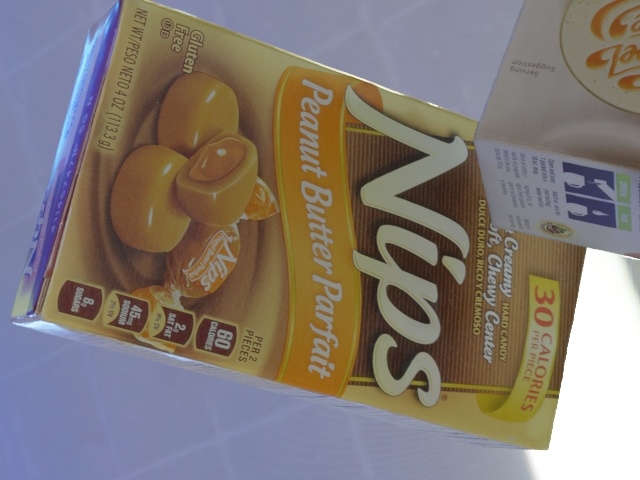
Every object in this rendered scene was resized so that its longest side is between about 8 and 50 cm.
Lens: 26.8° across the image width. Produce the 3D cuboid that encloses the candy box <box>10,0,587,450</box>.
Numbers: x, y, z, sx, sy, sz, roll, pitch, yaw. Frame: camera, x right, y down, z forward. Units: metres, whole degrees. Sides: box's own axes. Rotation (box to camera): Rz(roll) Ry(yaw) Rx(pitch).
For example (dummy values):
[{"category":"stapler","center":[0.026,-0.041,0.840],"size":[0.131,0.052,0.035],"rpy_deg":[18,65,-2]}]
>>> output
[{"category":"candy box","center":[0.000,0.000,0.785],"size":[0.087,0.316,0.183],"rpy_deg":[-12,-117,67]}]

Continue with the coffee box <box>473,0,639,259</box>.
[{"category":"coffee box","center":[0.212,-0.056,0.615],"size":[0.246,0.098,0.141],"rpy_deg":[14,-112,20]}]
